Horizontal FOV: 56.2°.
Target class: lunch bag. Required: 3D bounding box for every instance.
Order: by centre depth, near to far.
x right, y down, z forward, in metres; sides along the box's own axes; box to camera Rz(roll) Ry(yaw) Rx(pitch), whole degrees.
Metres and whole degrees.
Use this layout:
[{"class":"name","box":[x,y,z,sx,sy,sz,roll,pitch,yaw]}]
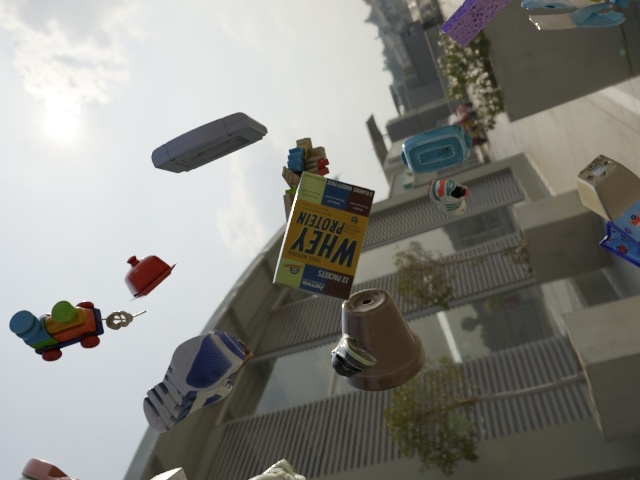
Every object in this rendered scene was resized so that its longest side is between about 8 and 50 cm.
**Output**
[{"class":"lunch bag","box":[0.931,-0.005,1.561,0.293,0.221,0.138,42,169,31]}]

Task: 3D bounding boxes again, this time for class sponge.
[{"class":"sponge","box":[0.415,-0.600,1.544,0.117,0.210,0.031,7,-135,-53]}]

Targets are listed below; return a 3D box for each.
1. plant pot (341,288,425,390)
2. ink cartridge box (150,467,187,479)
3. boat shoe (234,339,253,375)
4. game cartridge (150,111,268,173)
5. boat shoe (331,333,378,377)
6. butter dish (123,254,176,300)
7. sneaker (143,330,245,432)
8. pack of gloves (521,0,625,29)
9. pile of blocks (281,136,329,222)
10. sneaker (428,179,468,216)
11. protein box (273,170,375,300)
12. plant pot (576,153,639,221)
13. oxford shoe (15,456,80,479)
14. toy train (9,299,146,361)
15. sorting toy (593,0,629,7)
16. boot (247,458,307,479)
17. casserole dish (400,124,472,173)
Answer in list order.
[{"class":"plant pot","box":[0.163,0.273,1.777,0.263,0.263,0.229,-73,-29,-65]},{"class":"ink cartridge box","box":[-0.380,0.649,1.375,0.160,0.092,0.219,67,-163,5]},{"class":"boat shoe","box":[-0.287,0.390,1.842,0.073,0.207,0.073,47,-161,15]},{"class":"game cartridge","box":[-0.308,-0.268,1.659,0.198,0.297,0.062,17,-127,-76]},{"class":"boat shoe","box":[0.060,0.237,1.190,0.080,0.073,0.223,35,177,0]},{"class":"butter dish","box":[-0.537,0.095,1.816,0.118,0.160,0.160,49,-117,-10]},{"class":"sneaker","box":[-0.269,0.308,1.402,0.127,0.315,0.182,52,-151,14]},{"class":"pack of gloves","box":[0.643,-0.600,1.528,0.195,0.232,0.046,-95,3,-46]},{"class":"pile of blocks","box":[-0.035,-0.205,1.854,0.149,0.112,0.362,53,-149,-49]},{"class":"sneaker","box":[0.320,-0.098,1.414,0.161,0.075,0.057,30,-112,-47]},{"class":"protein box","box":[0.000,0.000,1.135,0.200,0.136,0.201,135,149,-83]},{"class":"plant pot","box":[0.640,-0.127,1.341,0.096,0.109,0.109,43,-171,-28]},{"class":"oxford shoe","box":[-0.458,0.508,1.068,0.140,0.397,0.146,52,-126,-25]},{"class":"toy train","box":[-0.517,0.165,1.284,0.143,0.248,0.105,78,173,-66]},{"class":"sorting toy","box":[0.691,-0.615,1.478,0.196,0.347,0.047,-108,26,-58]},{"class":"boot","box":[-0.113,0.621,1.446,0.213,0.165,0.077,14,116,60]},{"class":"casserole dish","box":[0.304,-0.232,1.574,0.037,0.188,0.114,-78,-31,-53]}]
